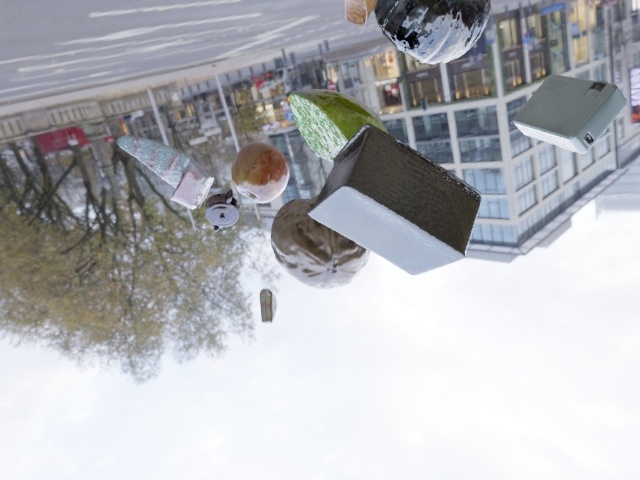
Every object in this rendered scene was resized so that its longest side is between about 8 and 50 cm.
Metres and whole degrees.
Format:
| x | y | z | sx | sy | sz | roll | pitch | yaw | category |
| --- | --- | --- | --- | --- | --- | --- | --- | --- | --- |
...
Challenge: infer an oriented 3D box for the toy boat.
| x | y | z | sx | sy | sz | roll | pitch | yaw | category |
| --- | --- | --- | --- | --- | --- | --- | --- | --- | --- |
| -0.433 | -0.213 | 1.344 | 0.096 | 0.282 | 0.206 | -54 | -177 | -33 | toy boat |

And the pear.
| x | y | z | sx | sy | sz | roll | pitch | yaw | category |
| --- | --- | --- | --- | --- | --- | --- | --- | --- | --- |
| 0.040 | -0.278 | 1.132 | 0.139 | 0.239 | 0.288 | -51 | -142 | -2 | pear |

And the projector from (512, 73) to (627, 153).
| x | y | z | sx | sy | sz | roll | pitch | yaw | category |
| --- | --- | --- | --- | --- | --- | --- | --- | --- | --- |
| 0.725 | -0.375 | 1.442 | 0.192 | 0.099 | 0.256 | -53 | -150 | 9 | projector |

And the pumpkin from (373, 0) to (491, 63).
| x | y | z | sx | sy | sz | roll | pitch | yaw | category |
| --- | --- | --- | --- | --- | --- | --- | --- | --- | --- |
| 0.264 | -0.565 | 1.113 | 0.296 | 0.295 | 0.296 | -12 | -163 | 4 | pumpkin |

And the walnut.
| x | y | z | sx | sy | sz | roll | pitch | yaw | category |
| --- | --- | --- | --- | --- | --- | --- | --- | --- | --- |
| 0.003 | -0.001 | 1.263 | 0.273 | 0.227 | 0.273 | -15 | -145 | 11 | walnut |

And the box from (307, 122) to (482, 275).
| x | y | z | sx | sy | sz | roll | pitch | yaw | category |
| --- | --- | --- | --- | --- | --- | --- | --- | --- | --- |
| 0.141 | -0.067 | 0.943 | 0.184 | 0.273 | 0.143 | -37 | -154 | 62 | box |

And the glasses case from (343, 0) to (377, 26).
| x | y | z | sx | sy | sz | roll | pitch | yaw | category |
| --- | --- | --- | --- | --- | --- | --- | --- | --- | --- |
| 0.111 | -0.521 | 0.934 | 0.049 | 0.218 | 0.075 | 25 | 168 | 7 | glasses case |

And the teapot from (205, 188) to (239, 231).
| x | y | z | sx | sy | sz | roll | pitch | yaw | category |
| --- | --- | --- | --- | --- | --- | --- | --- | --- | --- |
| -0.192 | -0.058 | 0.968 | 0.068 | 0.100 | 0.045 | 14 | -141 | -22 | teapot |

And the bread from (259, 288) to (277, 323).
| x | y | z | sx | sy | sz | roll | pitch | yaw | category |
| --- | --- | --- | --- | --- | --- | --- | --- | --- | --- |
| -0.156 | 0.193 | 1.492 | 0.043 | 0.108 | 0.062 | -1 | -173 | 17 | bread |

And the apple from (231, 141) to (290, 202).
| x | y | z | sx | sy | sz | roll | pitch | yaw | category |
| --- | --- | --- | --- | --- | --- | --- | --- | --- | --- |
| -0.195 | -0.218 | 1.592 | 0.188 | 0.188 | 0.173 | 5 | -116 | 45 | apple |
